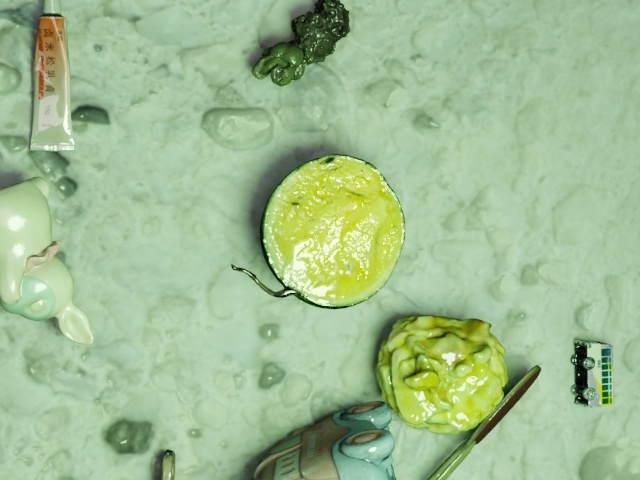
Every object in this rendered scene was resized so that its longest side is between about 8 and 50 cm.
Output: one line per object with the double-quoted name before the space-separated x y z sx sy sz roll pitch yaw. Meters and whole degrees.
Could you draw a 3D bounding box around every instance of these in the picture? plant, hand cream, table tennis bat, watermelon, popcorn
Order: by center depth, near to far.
"hand cream" -0.372 -0.231 1.568 0.052 0.038 0.216 1 94 12
"watermelon" 0.006 -0.005 1.615 0.204 0.127 0.232 33 80 -13
"popcorn" 0.169 0.190 1.624 0.186 0.187 0.167 13 78 -30
"plant" -0.024 -0.283 1.639 0.085 0.087 0.174 36 73 29
"table tennis bat" 0.240 0.276 1.680 0.022 0.138 0.246 41 81 17

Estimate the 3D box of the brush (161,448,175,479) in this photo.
"brush" -0.236 0.447 1.584 0.067 0.072 0.312 3 88 -1

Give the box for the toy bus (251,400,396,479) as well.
"toy bus" 0.007 0.356 1.551 0.232 0.294 0.197 -15 98 3

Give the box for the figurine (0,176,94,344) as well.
"figurine" -0.400 0.048 1.510 0.155 0.127 0.235 -24 99 -32

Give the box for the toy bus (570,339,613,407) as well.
"toy bus" 0.425 0.205 1.767 0.058 0.052 0.102 -1 91 -16
